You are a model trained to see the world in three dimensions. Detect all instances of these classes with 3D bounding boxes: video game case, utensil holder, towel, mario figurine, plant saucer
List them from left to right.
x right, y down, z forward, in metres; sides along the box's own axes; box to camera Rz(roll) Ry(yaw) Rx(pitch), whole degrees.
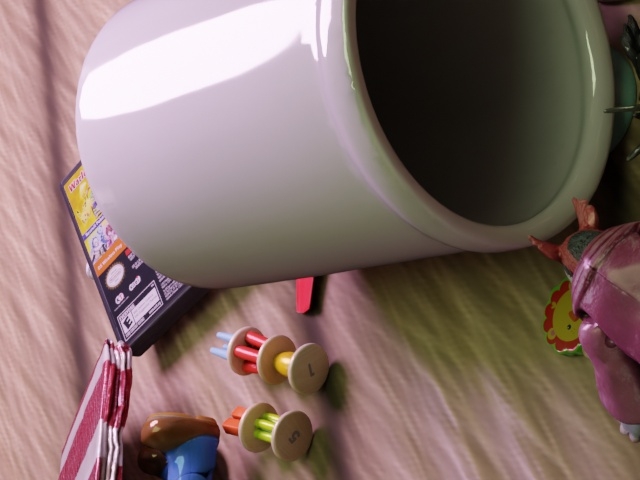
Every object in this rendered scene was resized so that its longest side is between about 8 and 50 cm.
[{"bbox_3d":[-0.249,0.297,1.740,0.329,0.037,0.237,-92,22,-44],"label":"towel"},{"bbox_3d":[-0.164,0.338,1.633,0.170,0.198,0.320,-18,59,22],"label":"mario figurine"},{"bbox_3d":[-0.170,-0.049,1.831,0.275,0.035,0.248,-43,56,29],"label":"video game case"},{"bbox_3d":[0.011,-0.124,1.470,0.385,0.327,0.328,-13,68,47],"label":"utensil holder"},{"bbox_3d":[0.231,-0.124,1.488,0.119,0.021,0.119,-17,66,42],"label":"plant saucer"}]

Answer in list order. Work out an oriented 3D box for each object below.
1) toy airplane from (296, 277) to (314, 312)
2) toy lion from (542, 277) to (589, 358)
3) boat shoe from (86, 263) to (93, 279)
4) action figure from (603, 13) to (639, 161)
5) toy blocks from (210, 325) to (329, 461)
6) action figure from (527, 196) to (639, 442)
[{"bbox_3d":[0.000,0.000,1.685,0.151,0.028,0.151,-19,63,42],"label":"toy airplane"},{"bbox_3d":[0.236,0.058,1.421,0.096,0.034,0.100,41,107,53],"label":"toy lion"},{"bbox_3d":[-0.237,0.021,1.924,0.100,0.035,0.035,-38,50,24],"label":"boat shoe"},{"bbox_3d":[0.339,-0.152,1.305,0.276,0.141,0.164,128,131,-59],"label":"action figure"},{"bbox_3d":[-0.067,0.153,1.687,0.148,0.054,0.123,11,85,47],"label":"toy blocks"},{"bbox_3d":[0.283,0.086,1.200,0.370,0.275,0.248,34,109,32],"label":"action figure"}]
